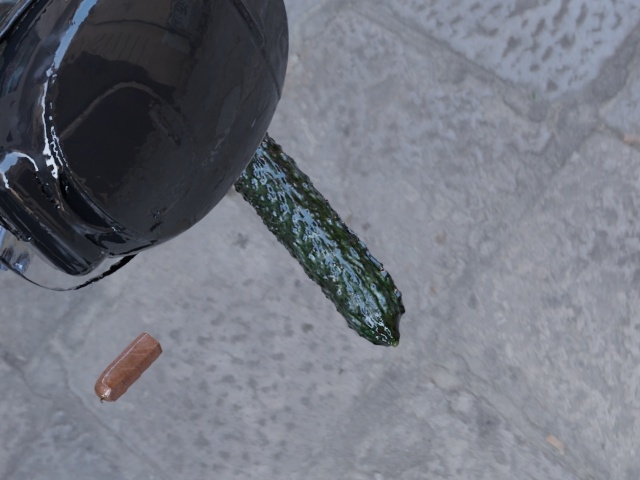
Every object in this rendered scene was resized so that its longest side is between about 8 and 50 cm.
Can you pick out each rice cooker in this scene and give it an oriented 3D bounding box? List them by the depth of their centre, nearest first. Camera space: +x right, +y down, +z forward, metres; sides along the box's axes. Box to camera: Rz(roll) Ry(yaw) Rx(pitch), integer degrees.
[{"bbox_3d":[-0.105,-0.075,0.475,0.118,0.142,0.203,18,60,42],"label":"rice cooker"}]

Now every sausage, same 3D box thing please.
[{"bbox_3d":[-0.396,0.264,1.899,0.065,0.065,0.169,28,56,23],"label":"sausage"}]

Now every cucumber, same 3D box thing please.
[{"bbox_3d":[0.000,0.000,1.267,0.096,0.096,0.359,-43,70,2],"label":"cucumber"}]

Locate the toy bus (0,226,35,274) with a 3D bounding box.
[{"bbox_3d":[-0.372,-0.005,1.099,0.064,0.190,0.075,20,82,-4],"label":"toy bus"}]
